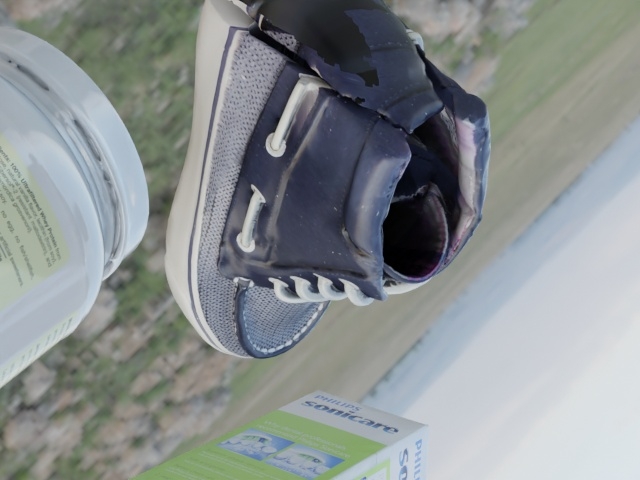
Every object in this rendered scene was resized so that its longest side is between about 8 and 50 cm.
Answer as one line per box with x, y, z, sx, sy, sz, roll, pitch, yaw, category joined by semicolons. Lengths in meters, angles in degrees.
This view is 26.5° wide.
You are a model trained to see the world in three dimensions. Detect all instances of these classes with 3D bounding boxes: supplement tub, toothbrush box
-0.294;0.015;0.900;0.325;0.235;0.235;-42;172;-39;supplement tub
-0.043;0.261;1.037;0.283;0.122;0.206;-18;115;-53;toothbrush box

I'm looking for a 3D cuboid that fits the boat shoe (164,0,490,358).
0.000;0.000;0.790;0.127;0.158;0.341;-27;149;-23;boat shoe
